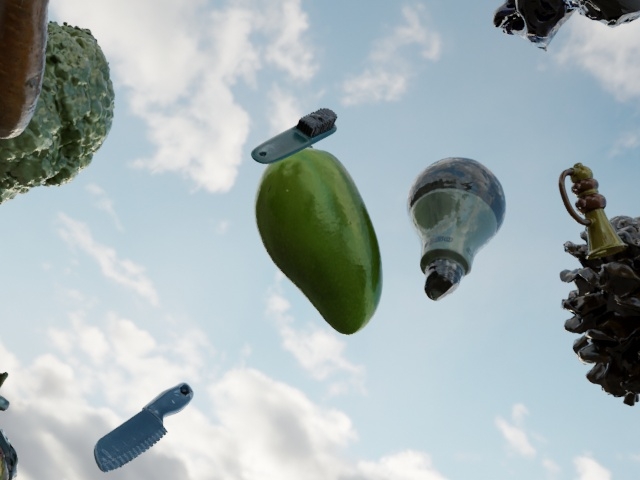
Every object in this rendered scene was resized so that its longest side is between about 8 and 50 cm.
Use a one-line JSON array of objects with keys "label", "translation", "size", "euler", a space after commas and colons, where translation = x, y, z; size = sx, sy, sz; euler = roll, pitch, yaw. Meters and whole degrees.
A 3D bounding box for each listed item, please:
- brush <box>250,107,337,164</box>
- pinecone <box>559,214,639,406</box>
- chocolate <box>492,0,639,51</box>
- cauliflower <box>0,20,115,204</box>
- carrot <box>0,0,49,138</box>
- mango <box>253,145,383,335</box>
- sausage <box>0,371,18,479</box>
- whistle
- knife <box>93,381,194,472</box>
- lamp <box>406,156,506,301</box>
[{"label": "brush", "translation": [-0.032, -0.150, 1.090], "size": [0.043, 0.193, 0.032], "euler": [36, -53, 15]}, {"label": "pinecone", "translation": [0.421, 0.084, 0.984], "size": [0.244, 0.244, 0.257], "euler": [-6, -103, 51]}, {"label": "chocolate", "translation": [0.294, -0.311, 0.935], "size": [0.148, 0.126, 0.343], "euler": [60, -1, -10]}, {"label": "cauliflower", "translation": [-0.427, -0.178, 1.062], "size": [0.327, 0.281, 0.260], "euler": [-147, -119, -81]}, {"label": "carrot", "translation": [-0.296, -0.183, 0.758], "size": [0.060, 0.060, 0.186], "euler": [35, -60, 16]}, {"label": "mango", "translation": [0.000, 0.000, 1.343], "size": [0.156, 0.192, 0.343], "euler": [91, -23, -74]}, {"label": "sausage", "translation": [-0.304, 0.218, 0.510], "size": [0.125, 0.317, 0.117], "euler": [33, -35, -2]}, {"label": "whistle", "translation": [0.291, -0.033, 0.859], "size": [0.046, 0.057, 0.109], "euler": [107, -35, -73]}, {"label": "knife", "translation": [-0.188, 0.202, 0.866], "size": [0.044, 0.019, 0.313], "euler": [42, 6, 4]}, {"label": "lamp", "translation": [0.247, -0.030, 1.380], "size": [0.182, 0.313, 0.181], "euler": [1, -59, 2]}]
